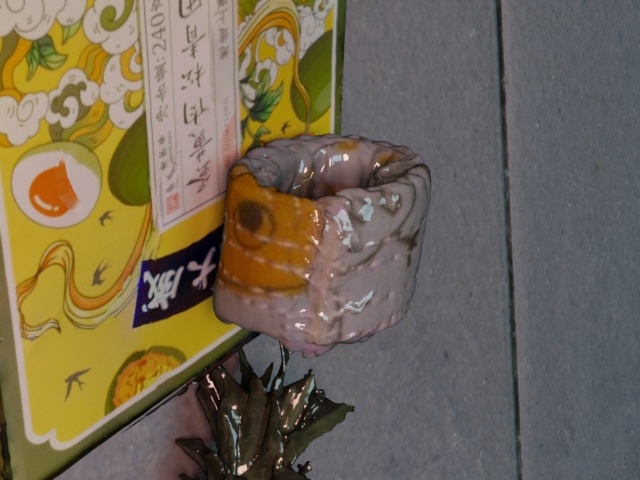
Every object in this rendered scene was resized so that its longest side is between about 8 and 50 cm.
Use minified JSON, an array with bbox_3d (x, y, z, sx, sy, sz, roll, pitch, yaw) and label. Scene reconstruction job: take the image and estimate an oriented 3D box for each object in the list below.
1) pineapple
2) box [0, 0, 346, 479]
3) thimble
[{"bbox_3d":[-0.054,0.253,1.014,0.165,0.165,0.365,9,88,-55],"label":"pineapple"},{"bbox_3d":[-0.132,-0.094,0.790,0.373,0.138,0.420,-36,137,-47],"label":"box"},{"bbox_3d":[0.003,0.000,0.808,0.151,0.127,0.118,-25,127,-52],"label":"thimble"}]
